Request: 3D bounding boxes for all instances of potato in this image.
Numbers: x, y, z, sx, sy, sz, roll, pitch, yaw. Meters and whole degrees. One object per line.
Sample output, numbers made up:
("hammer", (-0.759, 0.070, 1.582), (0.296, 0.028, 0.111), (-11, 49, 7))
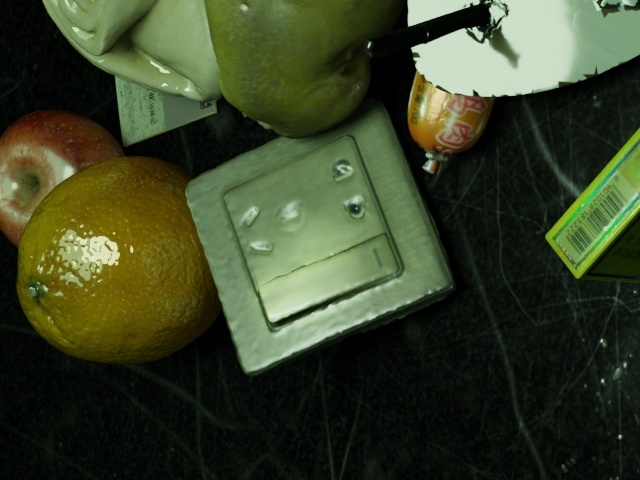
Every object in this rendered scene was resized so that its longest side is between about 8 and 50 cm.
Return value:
("potato", (-0.017, -0.261, 1.784), (0.202, 0.218, 0.351), (49, 134, 39))

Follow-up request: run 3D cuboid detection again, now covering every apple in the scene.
("apple", (-0.331, -0.074, 2.173), (0.201, 0.162, 0.201), (2, 94, 34))

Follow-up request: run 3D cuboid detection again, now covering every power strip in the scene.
("power strip", (0.001, 0.002, 1.877), (0.257, 0.092, 0.251), (-23, 61, 9))

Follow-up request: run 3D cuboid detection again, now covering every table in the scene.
("table", (0.164, -0.263, 1.575), (0.317, 0.249, 0.317), (2, 95, 22))

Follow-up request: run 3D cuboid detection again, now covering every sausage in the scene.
("sausage", (0.158, -0.219, 1.765), (0.093, 0.093, 0.312), (25, 103, 42))

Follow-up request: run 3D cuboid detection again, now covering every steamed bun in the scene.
("steamed bun", (-0.195, -0.348, 1.975), (0.367, 0.255, 0.342), (23, 105, 32))

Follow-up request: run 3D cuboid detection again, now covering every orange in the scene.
("orange", (-0.233, 0.027, 1.992), (0.264, 0.264, 0.264), (-5, 83, 43))

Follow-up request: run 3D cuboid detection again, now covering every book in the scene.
("book", (-0.199, -0.200, 2.152), (0.181, 0.014, 0.127), (-16, 75, 42))

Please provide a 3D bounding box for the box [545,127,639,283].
("box", (0.327, -0.056, 1.557), (0.220, 0.141, 0.064), (-51, 55, 29))
